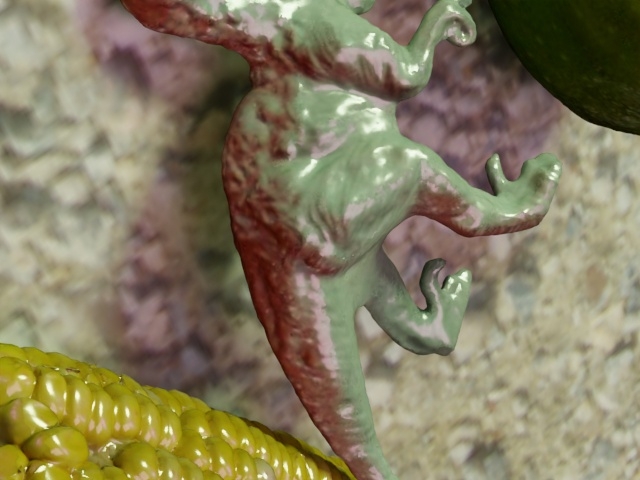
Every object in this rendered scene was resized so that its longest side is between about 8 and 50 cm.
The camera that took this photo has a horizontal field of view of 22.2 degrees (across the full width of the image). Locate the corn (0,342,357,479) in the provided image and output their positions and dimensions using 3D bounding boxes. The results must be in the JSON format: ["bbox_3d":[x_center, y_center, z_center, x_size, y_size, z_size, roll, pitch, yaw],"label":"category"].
[{"bbox_3d":[-0.030,0.116,0.591,0.292,0.101,0.101,28,90,-39],"label":"corn"}]

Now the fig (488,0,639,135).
[{"bbox_3d":[0.105,-0.111,0.593,0.156,0.123,0.123,22,94,-28],"label":"fig"}]

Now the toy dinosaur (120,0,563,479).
[{"bbox_3d":[0.000,0.000,0.567,0.167,0.053,0.242,4,95,-25],"label":"toy dinosaur"}]
